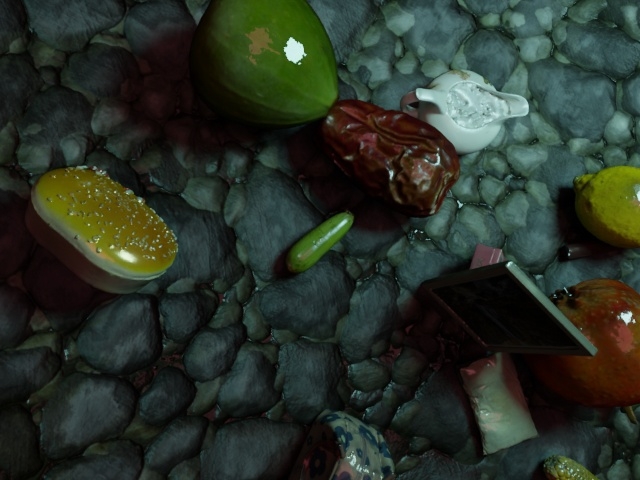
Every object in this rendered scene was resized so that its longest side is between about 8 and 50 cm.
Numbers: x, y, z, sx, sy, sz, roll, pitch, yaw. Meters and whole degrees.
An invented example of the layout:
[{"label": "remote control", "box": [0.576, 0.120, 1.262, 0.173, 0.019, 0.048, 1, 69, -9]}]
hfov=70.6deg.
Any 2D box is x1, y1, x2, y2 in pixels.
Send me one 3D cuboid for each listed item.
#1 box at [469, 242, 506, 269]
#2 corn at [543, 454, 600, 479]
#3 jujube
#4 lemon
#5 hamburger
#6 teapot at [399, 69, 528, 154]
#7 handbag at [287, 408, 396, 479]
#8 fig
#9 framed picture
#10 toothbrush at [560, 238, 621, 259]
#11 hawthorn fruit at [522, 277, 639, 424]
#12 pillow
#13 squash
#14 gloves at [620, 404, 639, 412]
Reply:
[{"label": "box", "box": [0.385, 0.079, 1.053, 0.060, 0.156, 0.111, 15, 81, 30]}, {"label": "corn", "box": [0.655, 0.615, 1.078, 0.292, 0.101, 0.101, 38, 82, -5]}, {"label": "jujube", "box": [0.145, -0.196, 1.022, 0.342, 0.216, 0.216, 29, 82, 7]}, {"label": "lemon", "box": [0.730, -0.081, 1.090, 0.257, 0.188, 0.188, 35, 82, 13]}, {"label": "hamburger", "box": [-0.432, -0.027, 0.908, 0.295, 0.227, 0.151, 45, 105, -6]}, {"label": "teapot", "box": [0.326, -0.307, 1.072, 0.298, 0.139, 0.204, -3, 88, -11]}, {"label": "handbag", "box": [0.040, 0.513, 0.949, 0.190, 0.193, 0.251, 27, 82, -1]}, {"label": "fig", "box": [-0.104, -0.360, 0.934, 0.316, 0.316, 0.316, 1, 86, -8]}, {"label": "framed picture", "box": [0.373, 0.153, 0.958, 0.240, 0.324, 0.020, 45, 70, -4]}, {"label": "toothbrush", "box": [0.791, 0.001, 1.170, 0.364, 0.041, 0.040, -10, 88, -9]}, {"label": "hawthorn fruit", "box": [0.617, 0.257, 1.008, 0.287, 0.287, 0.330, -28, 86, -9]}, {"label": "pillow", "box": [0.424, 0.387, 1.086, 0.148, 0.050, 0.229, -18, 92, -4]}, {"label": "squash", "box": [0.000, 0.000, 1.042, 0.201, 0.066, 0.066, -41, 92, -9]}, {"label": "gloves", "box": [0.766, 0.289, 1.111, 0.107, 0.135, 0.268, 12, 80, 34]}]
